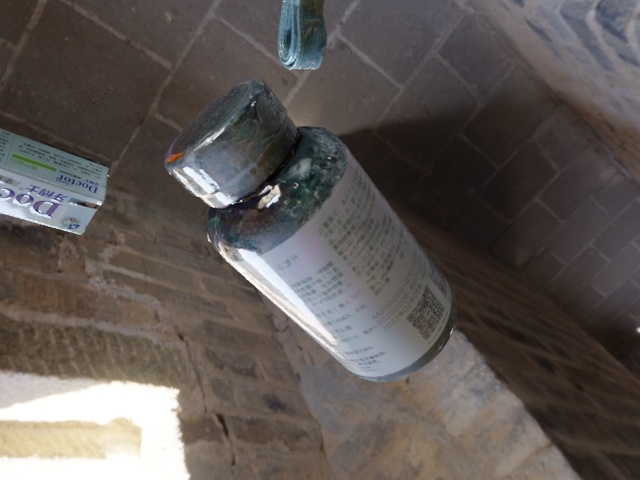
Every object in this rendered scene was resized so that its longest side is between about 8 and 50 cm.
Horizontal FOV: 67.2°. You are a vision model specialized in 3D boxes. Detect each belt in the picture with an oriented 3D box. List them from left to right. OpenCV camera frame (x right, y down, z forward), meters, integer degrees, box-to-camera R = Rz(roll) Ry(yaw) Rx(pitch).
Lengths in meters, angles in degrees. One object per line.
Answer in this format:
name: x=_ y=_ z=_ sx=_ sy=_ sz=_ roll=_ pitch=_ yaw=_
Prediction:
belt: x=-0.015 y=-0.430 z=0.780 sx=0.072 sy=0.087 sz=0.302 roll=-7 pitch=129 yaw=-24

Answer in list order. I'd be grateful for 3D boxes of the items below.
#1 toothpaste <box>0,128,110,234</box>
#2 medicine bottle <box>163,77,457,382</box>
toothpaste: x=-0.423 y=-0.100 z=0.542 sx=0.337 sy=0.067 sz=0.081 roll=21 pitch=133 yaw=-36
medicine bottle: x=0.000 y=0.000 z=0.438 sx=0.141 sy=0.141 sz=0.293 roll=-38 pitch=121 yaw=6
